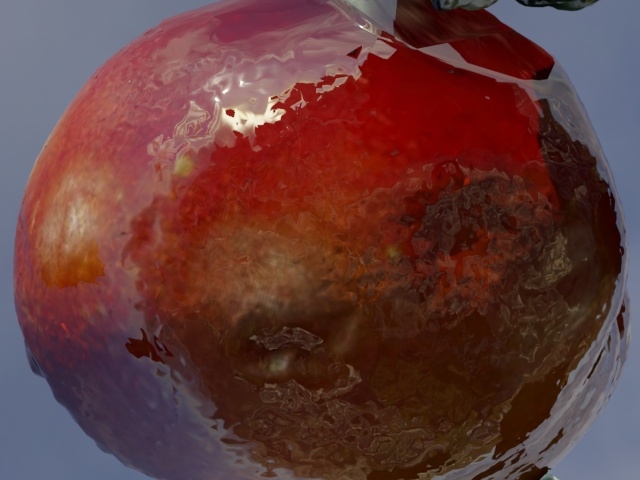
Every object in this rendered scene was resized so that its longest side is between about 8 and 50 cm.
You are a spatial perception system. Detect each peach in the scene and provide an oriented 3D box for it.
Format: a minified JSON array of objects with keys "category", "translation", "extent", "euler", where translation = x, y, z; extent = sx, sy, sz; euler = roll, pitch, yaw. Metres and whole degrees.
[{"category":"peach","translation":[0.017,-0.011,1.173],"extent":[0.406,0.335,0.310],"euler":[12,-57,-4]}]

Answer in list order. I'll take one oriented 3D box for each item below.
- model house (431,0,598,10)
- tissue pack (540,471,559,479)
[{"category":"model house","translation":[0.247,-0.337,0.820],"extent":[0.400,0.395,0.445],"euler":[-1,-39,-5]},{"category":"tissue pack","translation":[0.085,0.369,1.457],"extent":[0.388,0.162,0.287],"euler":[-36,-54,1]}]
